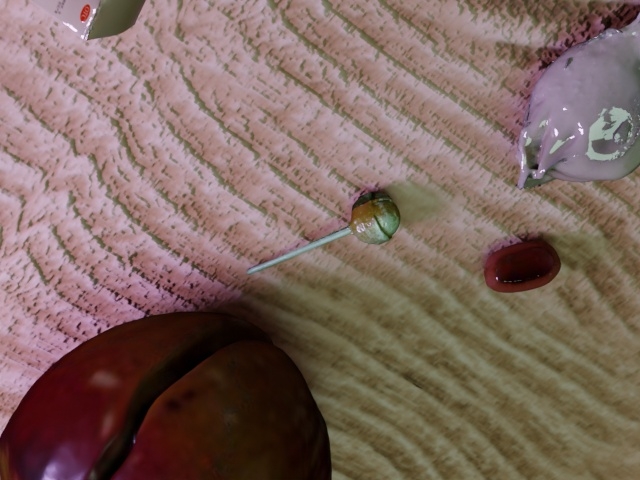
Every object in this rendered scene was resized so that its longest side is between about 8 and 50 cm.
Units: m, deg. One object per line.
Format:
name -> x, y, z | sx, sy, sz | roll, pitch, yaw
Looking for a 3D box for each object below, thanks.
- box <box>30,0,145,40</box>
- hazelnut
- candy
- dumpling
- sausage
box -> -0.210, -0.315, 1.053 | 0.168, 0.095, 0.212 | 37, 119, 10
hazelnut -> -0.185, 0.290, 1.374 | 0.402, 0.402, 0.429 | -12, 124, 0
candy -> 0.000, 0.000, 1.381 | 0.202, 0.061, 0.061 | -22, 125, 18
dumpling -> 0.317, -0.138, 1.291 | 0.247, 0.142, 0.172 | -47, 153, 15
sausage -> 0.245, 0.033, 1.426 | 0.094, 0.059, 0.054 | -14, 169, 2
